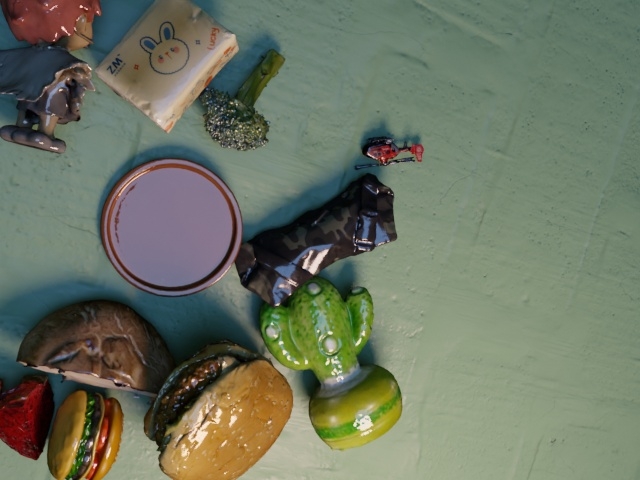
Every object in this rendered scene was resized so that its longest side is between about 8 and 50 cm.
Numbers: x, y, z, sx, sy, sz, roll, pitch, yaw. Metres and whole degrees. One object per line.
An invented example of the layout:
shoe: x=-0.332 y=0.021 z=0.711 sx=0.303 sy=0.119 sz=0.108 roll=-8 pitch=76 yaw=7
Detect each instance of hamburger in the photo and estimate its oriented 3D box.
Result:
hamburger: x=-0.175 y=0.312 z=1.154 sx=0.260 sy=0.144 sz=0.283 roll=-50 pitch=141 yaw=1
hamburger: x=-0.408 y=0.341 z=1.135 sx=0.115 sy=0.162 sz=0.162 roll=16 pitch=94 yaw=-23

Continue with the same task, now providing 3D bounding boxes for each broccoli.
broccoli: x=-0.124 y=-0.255 z=1.156 sx=0.204 sy=0.122 sz=0.118 roll=-64 pitch=154 yaw=-16

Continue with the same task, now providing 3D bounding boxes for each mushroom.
mushroom: x=-0.366 y=0.187 z=1.149 sx=0.285 sy=0.156 sz=0.151 roll=22 pitch=66 yaw=-23

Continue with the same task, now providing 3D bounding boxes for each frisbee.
frisbee: x=-0.265 y=-0.022 z=1.174 sx=0.250 sy=0.021 sz=0.251 roll=-2 pitch=98 yaw=-11

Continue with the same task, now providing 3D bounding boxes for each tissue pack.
tissue pack: x=-0.253 y=-0.300 z=1.086 sx=0.148 sy=0.092 sz=0.196 roll=39 pitch=88 yaw=3

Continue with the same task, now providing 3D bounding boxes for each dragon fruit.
dragon fruit: x=-0.514 y=0.291 z=1.127 sx=0.083 sy=0.106 sz=0.162 roll=5 pitch=130 yaw=2

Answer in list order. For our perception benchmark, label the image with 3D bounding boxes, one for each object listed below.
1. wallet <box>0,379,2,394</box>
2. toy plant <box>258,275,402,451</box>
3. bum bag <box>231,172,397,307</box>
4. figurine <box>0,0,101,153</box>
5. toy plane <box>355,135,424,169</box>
wallet: x=-0.670 y=0.291 z=1.095 sx=0.241 sy=0.067 sz=0.141 roll=8 pitch=92 yaw=-24
toy plant: x=0.028 y=0.219 z=1.256 sx=0.224 sy=0.184 sz=0.316 roll=-26 pitch=97 yaw=-8
bum bag: x=0.000 y=0.000 z=1.235 sx=0.340 sy=0.095 sz=0.144 roll=-29 pitch=77 yaw=-11
figurine: x=-0.422 y=-0.336 z=1.023 sx=0.206 sy=0.166 sz=0.387 roll=11 pitch=92 yaw=25
toy plane: x=0.137 y=-0.174 z=1.284 sx=0.145 sy=0.037 sz=0.060 roll=-8 pitch=106 yaw=-15
